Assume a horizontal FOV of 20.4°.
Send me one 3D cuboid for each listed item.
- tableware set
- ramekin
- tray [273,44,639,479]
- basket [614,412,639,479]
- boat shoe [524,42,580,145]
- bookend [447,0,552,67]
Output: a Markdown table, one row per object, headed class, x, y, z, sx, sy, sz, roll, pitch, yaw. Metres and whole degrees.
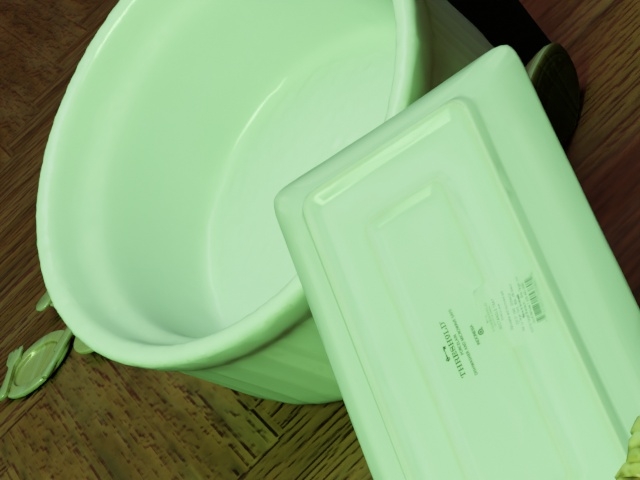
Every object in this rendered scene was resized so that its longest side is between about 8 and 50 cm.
| class | x | y | z | sx | sy | sz | roll | pitch | yaw |
| --- | --- | --- | --- | --- | --- | --- | --- | --- | --- |
| tableware set | -0.169 | 0.048 | 1.308 | 0.168 | 0.020 | 0.141 | -23 | 30 | 36 |
| ramekin | -0.018 | -0.042 | 0.999 | 0.277 | 0.135 | 0.277 | -22 | 56 | 36 |
| tray | 0.068 | 0.049 | 0.780 | 0.145 | 0.030 | 0.270 | -32 | 59 | 19 |
| basket | 0.216 | 0.049 | 0.408 | 0.299 | 0.223 | 0.214 | -15 | 67 | 42 |
| boat shoe | 0.114 | -0.062 | 1.033 | 0.045 | 0.050 | 0.135 | -13 | 38 | 39 |
| bookend | 0.044 | -0.153 | 1.156 | 0.072 | 0.157 | 0.156 | -50 | 26 | -18 |
